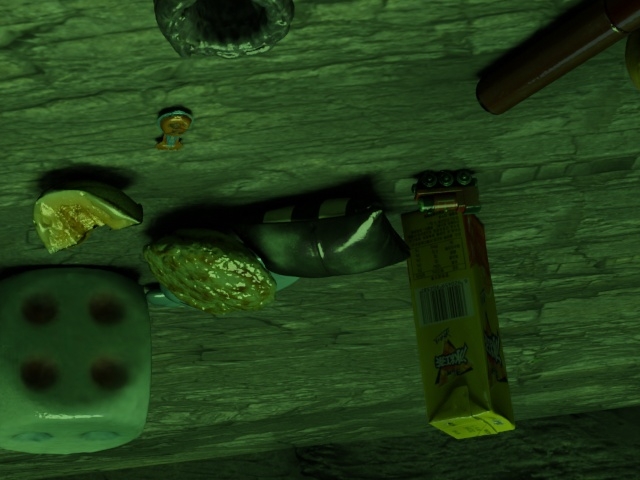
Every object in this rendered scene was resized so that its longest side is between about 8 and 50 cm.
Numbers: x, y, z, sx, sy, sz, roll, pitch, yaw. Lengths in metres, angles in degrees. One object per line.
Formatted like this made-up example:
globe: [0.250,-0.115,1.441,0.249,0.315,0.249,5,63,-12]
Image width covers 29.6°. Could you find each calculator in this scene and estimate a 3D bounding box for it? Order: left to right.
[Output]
calculator: [-0.168,0.071,2.109,0.302,0.042,0.188,-21,155,25]

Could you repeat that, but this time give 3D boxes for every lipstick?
lipstick: [0.318,-0.246,1.436,0.057,0.057,0.356,9,154,-34]

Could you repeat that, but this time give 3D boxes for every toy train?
toy train: [0.190,-0.070,1.829,0.103,0.064,0.044,-4,160,-7]

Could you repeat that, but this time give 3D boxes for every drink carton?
drink carton: [0.222,0.130,1.949,0.111,0.351,0.154,-15,157,19]

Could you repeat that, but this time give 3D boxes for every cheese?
cheese: [-0.194,-0.145,1.596,0.047,0.017,0.111,2,157,-13]

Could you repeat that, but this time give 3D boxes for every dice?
dice: [-0.437,0.211,2.078,0.262,0.268,0.265,1,158,-18]

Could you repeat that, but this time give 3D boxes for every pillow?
pillow: [0.000,0.000,1.890,0.250,0.106,0.186,-7,154,18]

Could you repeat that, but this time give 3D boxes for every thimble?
thimble: [-0.101,-0.256,1.235,0.150,0.098,0.150,-6,158,-3]

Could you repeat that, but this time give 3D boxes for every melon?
melon: [-0.337,-0.052,1.723,0.160,0.079,0.128,-15,139,23]

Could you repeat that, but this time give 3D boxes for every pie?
pie: [-0.179,0.041,1.913,0.201,0.090,0.248,37,153,-27]

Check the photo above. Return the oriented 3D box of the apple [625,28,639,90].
apple: [0.433,-0.223,1.415,0.146,0.146,0.146,-6,158,-2]
